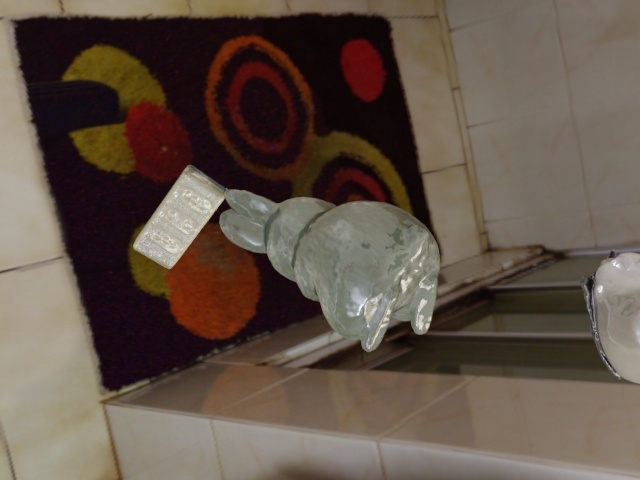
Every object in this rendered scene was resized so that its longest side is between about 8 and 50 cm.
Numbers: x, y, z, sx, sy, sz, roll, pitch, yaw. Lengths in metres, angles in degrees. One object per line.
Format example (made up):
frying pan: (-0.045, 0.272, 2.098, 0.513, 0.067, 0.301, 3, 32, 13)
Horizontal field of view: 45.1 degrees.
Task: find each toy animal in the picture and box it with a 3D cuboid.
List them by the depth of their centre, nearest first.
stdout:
toy animal: (0.010, 0.002, 0.709, 0.108, 0.236, 0.138, -2, 121, -38)

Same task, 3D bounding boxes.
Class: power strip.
power strip: (-0.167, -0.025, 0.910, 0.056, 0.032, 0.123, 34, 107, -14)

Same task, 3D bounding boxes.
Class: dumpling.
dumpling: (0.507, 0.141, 1.152, 0.163, 0.204, 0.293, -38, 123, -3)
